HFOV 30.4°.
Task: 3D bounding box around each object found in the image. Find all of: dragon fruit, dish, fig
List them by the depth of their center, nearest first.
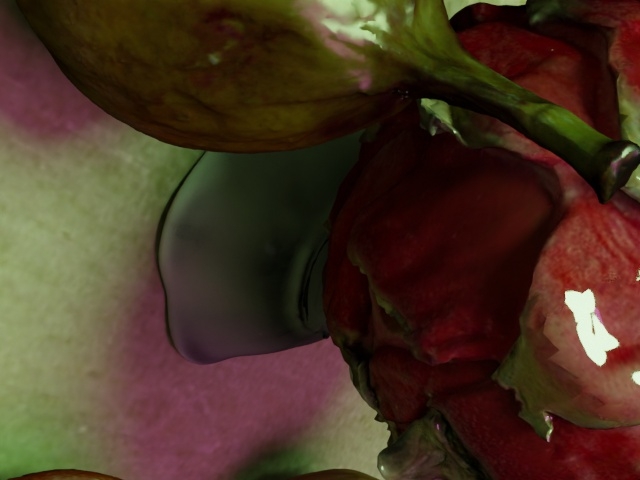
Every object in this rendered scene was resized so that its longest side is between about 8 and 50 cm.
[{"bbox_3d":[-0.018,-0.086,0.516,0.191,0.290,0.190,-29,160,-12],"label":"fig"},{"bbox_3d":[0.156,0.008,0.652,0.329,0.329,0.329,-34,140,-34],"label":"dragon fruit"},{"bbox_3d":[0.000,0.000,0.777,0.229,0.081,0.229,-34,140,-35],"label":"dish"}]

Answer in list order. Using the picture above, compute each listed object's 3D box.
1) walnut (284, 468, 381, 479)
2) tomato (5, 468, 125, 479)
[{"bbox_3d":[0.003,0.288,0.912,0.221,0.195,0.195,-48,147,-17],"label":"walnut"},{"bbox_3d":[-0.157,0.243,0.662,0.232,0.188,0.232,14,72,-51],"label":"tomato"}]
